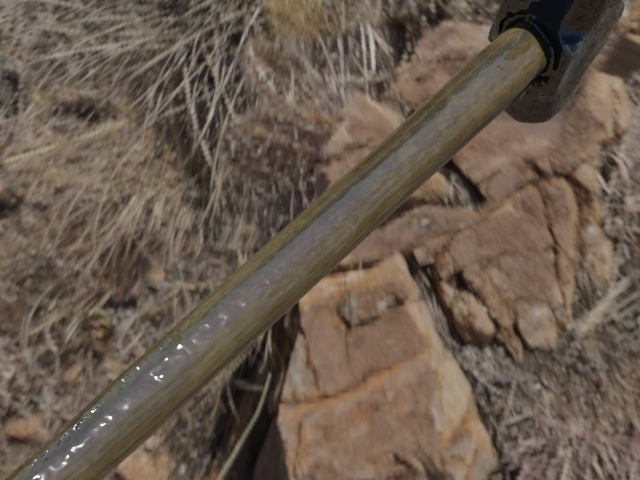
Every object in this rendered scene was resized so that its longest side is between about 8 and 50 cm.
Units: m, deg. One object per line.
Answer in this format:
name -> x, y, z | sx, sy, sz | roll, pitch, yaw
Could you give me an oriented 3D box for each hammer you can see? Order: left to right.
hammer -> 0.000, 0.000, 0.552 | 0.043, 0.111, 0.365 | 42, 64, 12
